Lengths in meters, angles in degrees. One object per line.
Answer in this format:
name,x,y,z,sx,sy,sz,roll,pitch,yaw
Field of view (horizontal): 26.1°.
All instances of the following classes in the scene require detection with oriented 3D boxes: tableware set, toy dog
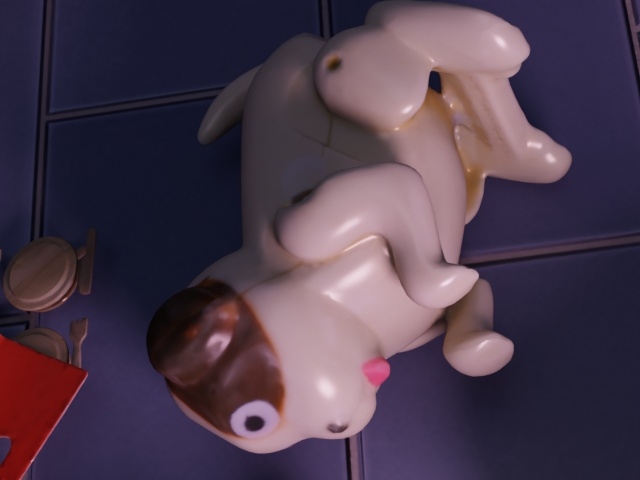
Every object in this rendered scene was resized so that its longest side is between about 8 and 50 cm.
tableware set,-0.289,0.087,1.428,0.128,0.039,0.194,-10,58,17
toy dog,0.000,0.000,1.279,0.395,0.284,0.408,17,70,20

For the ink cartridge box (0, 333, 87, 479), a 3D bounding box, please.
ink cartridge box,-0.464,0.176,1.353,0.385,0.091,0.308,18,65,31
